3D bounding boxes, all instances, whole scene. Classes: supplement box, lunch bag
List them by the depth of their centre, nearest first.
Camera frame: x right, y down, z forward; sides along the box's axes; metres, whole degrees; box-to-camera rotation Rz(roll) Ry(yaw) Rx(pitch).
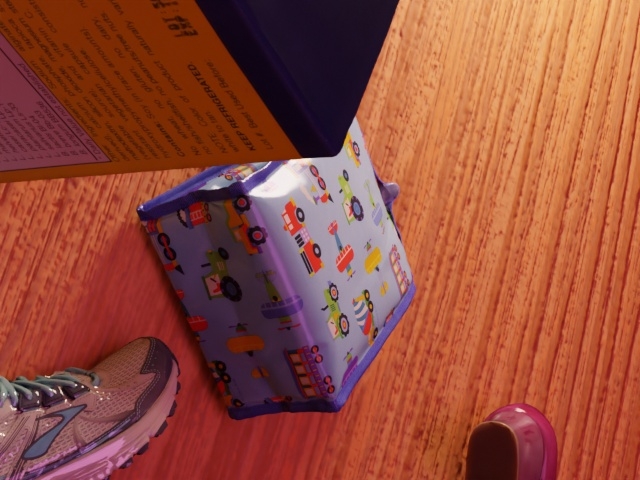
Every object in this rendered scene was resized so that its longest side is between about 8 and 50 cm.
[{"bbox_3d":[-0.150,-0.177,0.773,0.194,0.356,0.195,55,44,-42],"label":"supplement box"},{"bbox_3d":[0.000,0.000,1.115,0.293,0.138,0.221,-38,111,-48],"label":"lunch bag"}]

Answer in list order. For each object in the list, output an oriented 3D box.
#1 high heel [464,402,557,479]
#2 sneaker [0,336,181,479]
[{"bbox_3d":[0.204,0.374,1.296,0.181,0.127,0.377,7,95,-65],"label":"high heel"},{"bbox_3d":[-0.225,0.145,0.892,0.283,0.110,0.122,-40,111,-38],"label":"sneaker"}]
